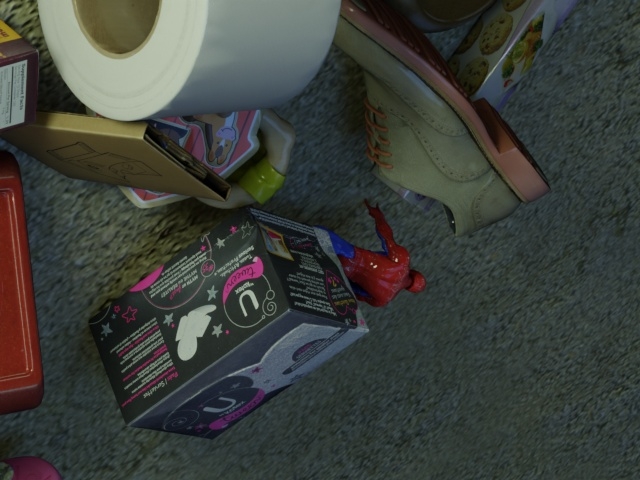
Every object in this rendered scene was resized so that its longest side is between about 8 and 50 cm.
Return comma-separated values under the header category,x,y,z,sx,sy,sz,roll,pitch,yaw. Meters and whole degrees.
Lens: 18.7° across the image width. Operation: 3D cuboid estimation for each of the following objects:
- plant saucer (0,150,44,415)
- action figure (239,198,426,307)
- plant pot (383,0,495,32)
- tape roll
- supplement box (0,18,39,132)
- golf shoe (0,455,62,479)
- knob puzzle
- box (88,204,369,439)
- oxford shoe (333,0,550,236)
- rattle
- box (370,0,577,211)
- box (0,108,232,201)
category,x,y,z,sx,sy,sz,roll,pitch,yaw
plant saucer,-0.366,0.050,1.825,0.259,0.048,0.258,-8,92,-44
action figure,0.000,0.000,2.288,0.280,0.139,0.091,19,111,-30
plant pot,0.166,-0.334,2.200,0.236,0.032,0.236,-29,141,-27
tape roll,-0.124,-0.235,1.780,0.169,0.246,0.246,-9,128,-43
supplement box,-0.357,-0.138,1.731,0.188,0.104,0.081,-22,136,-36
golf shoe,-0.399,0.358,2.152,0.306,0.115,0.140,-41,153,-1
knob puzzle,-0.148,-0.117,1.973,0.213,0.030,0.213,-7,116,-14
box,-0.099,0.097,2.126,0.247,0.142,0.163,-35,151,25
oxford shoe,0.104,-0.134,2.182,0.146,0.140,0.397,-39,125,12
rattle,-0.132,-0.122,2.069,0.200,0.142,0.130,12,126,-13
box,0.186,-0.187,2.328,0.324,0.067,0.063,-54,144,6
box,-0.207,-0.084,1.875,0.164,0.201,0.021,37,65,-56
